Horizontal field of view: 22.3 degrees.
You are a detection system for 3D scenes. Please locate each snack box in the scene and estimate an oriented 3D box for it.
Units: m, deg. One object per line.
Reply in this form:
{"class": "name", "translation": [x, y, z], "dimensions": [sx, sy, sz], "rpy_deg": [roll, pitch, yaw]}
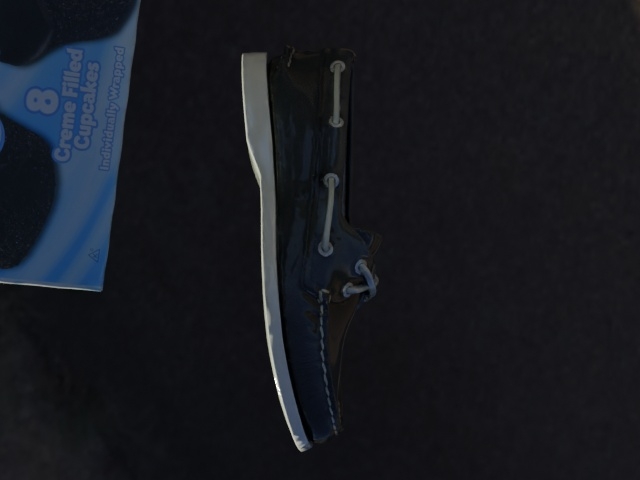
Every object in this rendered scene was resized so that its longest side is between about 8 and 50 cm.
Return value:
{"class": "snack box", "translation": [-0.186, -0.142, 0.830], "dimensions": [0.187, 0.322, 0.060], "rpy_deg": [6, -175, -22]}

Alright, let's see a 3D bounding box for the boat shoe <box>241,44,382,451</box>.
{"class": "boat shoe", "translation": [0.000, 0.000, 1.191], "dimensions": [0.091, 0.302, 0.114], "rpy_deg": [-7, 173, 1]}
